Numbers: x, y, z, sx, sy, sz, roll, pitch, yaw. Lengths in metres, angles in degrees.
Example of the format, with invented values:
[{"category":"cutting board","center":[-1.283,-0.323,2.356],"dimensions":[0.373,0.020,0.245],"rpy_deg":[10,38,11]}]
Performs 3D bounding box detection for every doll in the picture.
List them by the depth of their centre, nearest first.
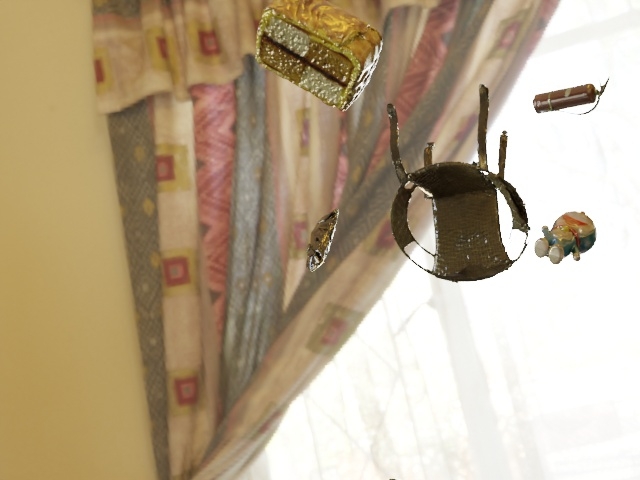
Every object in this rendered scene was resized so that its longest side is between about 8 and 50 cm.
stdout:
[{"category":"doll","center":[0.475,-0.005,1.658],"dimensions":[0.152,0.086,0.114],"rpy_deg":[-26,43,-37]}]

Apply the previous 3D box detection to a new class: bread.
[{"category":"bread","center":[-0.007,-0.346,1.531],"dimensions":[0.096,0.222,0.181],"rpy_deg":[-54,-10,-30]}]

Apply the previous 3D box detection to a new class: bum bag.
[{"category":"bum bag","center":[0.001,0.000,1.526],"dimensions":[0.034,0.124,0.058],"rpy_deg":[35,-33,-22]}]

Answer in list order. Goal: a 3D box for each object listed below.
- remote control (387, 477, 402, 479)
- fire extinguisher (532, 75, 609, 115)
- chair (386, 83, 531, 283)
[{"category":"remote control","center":[0.117,0.364,0.870],"dimensions":[0.045,0.256,0.097],"rpy_deg":[-23,-23,7]},{"category":"fire extinguisher","center":[0.514,-0.286,1.768],"dimensions":[0.157,0.078,0.045],"rpy_deg":[-6,-22,40]},{"category":"chair","center":[0.171,-0.061,1.085],"dimensions":[0.174,0.213,0.149],"rpy_deg":[-8,-14,24]}]
